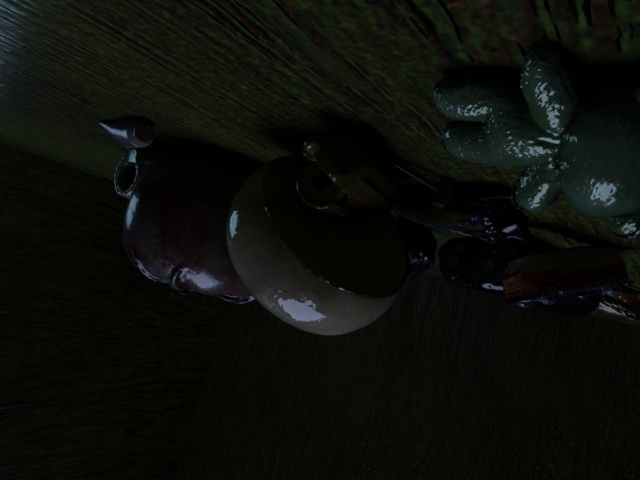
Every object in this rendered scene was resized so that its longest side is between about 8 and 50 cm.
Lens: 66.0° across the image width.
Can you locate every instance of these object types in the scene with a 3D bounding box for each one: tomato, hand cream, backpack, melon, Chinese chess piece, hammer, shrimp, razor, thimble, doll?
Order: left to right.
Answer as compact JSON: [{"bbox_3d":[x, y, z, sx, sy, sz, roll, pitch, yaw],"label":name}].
[{"bbox_3d":[-0.334,-0.182,0.849,0.067,0.043,0.209,45,162,-32],"label":"hand cream"},{"bbox_3d":[-0.457,-0.156,1.253,0.102,0.115,0.090,17,177,34],"label":"thimble"},{"bbox_3d":[-0.352,-0.185,1.039,0.113,0.053,0.261,-2,-173,-20],"label":"melon"},{"bbox_3d":[-0.217,-0.017,0.953,0.316,0.283,0.317,16,173,2],"label":"tomato"},{"bbox_3d":[0.000,0.000,0.647,0.249,0.250,0.103,18,132,-32],"label":"Chinese chess piece"},{"bbox_3d":[0.193,0.014,1.039,0.105,0.120,0.165,-6,175,3],"label":"backpack"},{"bbox_3d":[0.114,-0.077,0.587,0.110,0.036,0.019,27,174,-25],"label":"hammer"},{"bbox_3d":[0.230,-0.021,0.695,0.222,0.054,0.290,18,180,-14],"label":"shrimp"},{"bbox_3d":[0.391,0.067,0.955,0.326,0.107,0.189,17,176,-34],"label":"razor"},{"bbox_3d":[0.142,-0.070,0.308,0.150,0.077,0.115,27,146,35],"label":"doll"},{"bbox_3d":[0.665,0.129,1.120,0.248,0.068,0.150,20,173,14],"label":"shrimp"}]

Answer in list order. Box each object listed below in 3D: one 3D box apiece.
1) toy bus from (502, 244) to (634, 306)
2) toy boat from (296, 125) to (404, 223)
[{"bbox_3d":[0.352,0.051,0.718,0.174,0.077,0.079,-6,170,-10],"label":"toy bus"},{"bbox_3d":[0.038,-0.063,0.573,0.068,0.088,0.226,53,-167,20],"label":"toy boat"}]
